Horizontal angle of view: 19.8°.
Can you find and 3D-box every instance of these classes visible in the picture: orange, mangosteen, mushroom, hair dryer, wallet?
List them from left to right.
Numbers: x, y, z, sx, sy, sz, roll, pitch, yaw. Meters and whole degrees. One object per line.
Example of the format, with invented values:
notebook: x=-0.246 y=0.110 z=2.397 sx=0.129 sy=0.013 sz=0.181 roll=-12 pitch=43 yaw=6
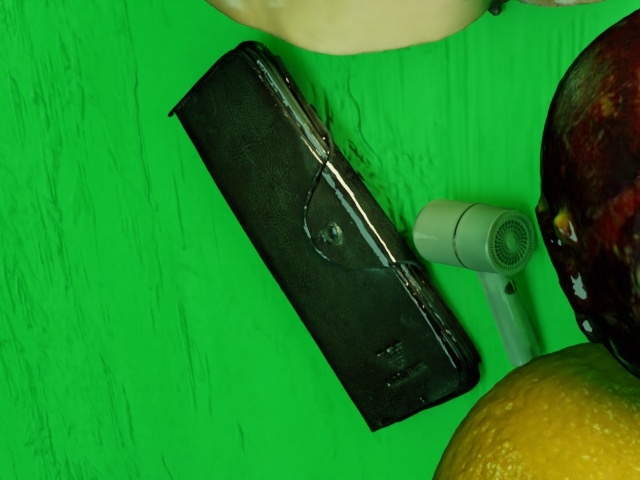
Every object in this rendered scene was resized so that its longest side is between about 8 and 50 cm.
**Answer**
mushroom: x=0.000 y=-0.239 z=1.127 sx=0.236 sy=0.173 sz=0.162 roll=47 pitch=144 yaw=20
wallet: x=0.000 y=0.000 z=1.438 sx=0.318 sy=0.045 sz=0.172 roll=57 pitch=149 yaw=1
hair dryer: x=0.123 y=0.035 z=1.302 sx=0.082 sy=0.047 sz=0.137 roll=9 pitch=129 yaw=52
orange: x=0.192 y=0.196 z=1.130 sx=0.274 sy=0.274 sz=0.274 roll=34 pitch=140 yaw=35
mangosteen: x=0.251 y=-0.034 z=0.945 sx=0.289 sy=0.231 sz=0.231 roll=-23 pitch=98 yaw=19

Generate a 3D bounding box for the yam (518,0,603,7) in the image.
yam: x=0.120 y=-0.261 z=1.020 sx=0.093 sy=0.093 sz=0.259 roll=9 pitch=122 yaw=51
